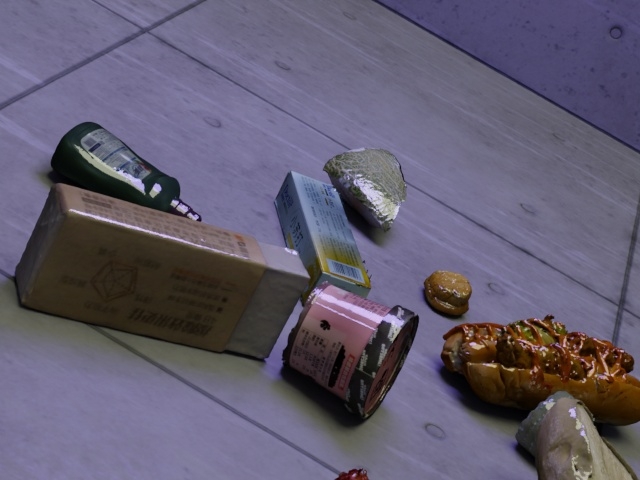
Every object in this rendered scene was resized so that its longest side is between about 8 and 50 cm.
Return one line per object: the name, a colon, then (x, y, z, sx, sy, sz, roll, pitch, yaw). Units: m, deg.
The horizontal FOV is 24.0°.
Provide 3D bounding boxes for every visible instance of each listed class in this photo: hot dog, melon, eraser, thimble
hot dog: (0.337, 0.180, 2.186, 0.348, 0.117, 0.158, 14, 17, -31)
melon: (0.063, -0.088, 2.478, 0.139, 0.093, 0.202, 23, 32, -19)
eraser: (-0.192, 0.043, 1.860, 0.343, 0.144, 0.078, 16, 25, -28)
thimble: (0.324, 0.255, 2.065, 0.110, 0.084, 0.062, -27, 60, -37)

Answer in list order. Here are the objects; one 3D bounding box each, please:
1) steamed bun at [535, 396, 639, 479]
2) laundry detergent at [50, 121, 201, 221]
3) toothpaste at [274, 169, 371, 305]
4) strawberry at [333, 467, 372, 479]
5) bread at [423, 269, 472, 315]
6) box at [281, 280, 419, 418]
steamed bun: (0.331, 0.336, 1.881, 0.231, 0.110, 0.212, 53, 25, -18)
laundry detergent: (-0.260, -0.082, 2.116, 0.221, 0.078, 0.144, 30, 20, 5)
toothpaste: (0.000, 0.000, 2.251, 0.089, 0.071, 0.313, 17, 26, -20)
strawberry: (0.049, 0.336, 1.638, 0.167, 0.087, 0.208, 55, 3, 10)
bread: (0.198, 0.080, 2.339, 0.081, 0.046, 0.083, -3, 40, -42)
box: (0.034, 0.134, 1.930, 0.135, 0.151, 0.151, 25, 22, 13)
